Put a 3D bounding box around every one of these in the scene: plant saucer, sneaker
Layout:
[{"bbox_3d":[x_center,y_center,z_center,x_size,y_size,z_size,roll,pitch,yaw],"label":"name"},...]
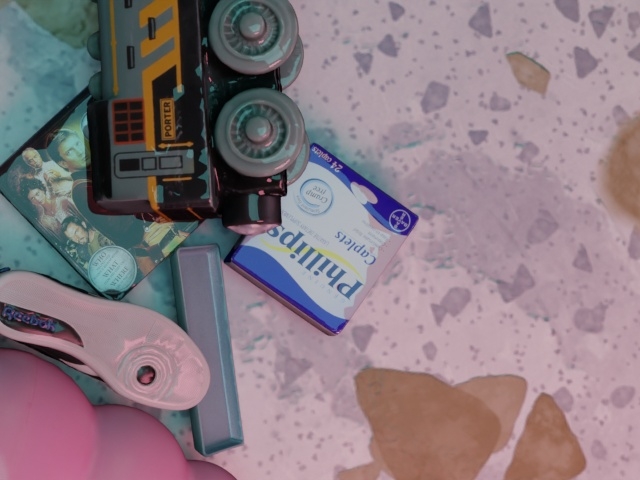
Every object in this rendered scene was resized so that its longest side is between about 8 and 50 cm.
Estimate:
[{"bbox_3d":[-0.106,0.100,1.338,0.018,0.067,0.192,-7,90,31],"label":"plant saucer"},{"bbox_3d":[-0.206,0.078,1.292,0.217,0.121,0.079,29,84,-21],"label":"sneaker"}]

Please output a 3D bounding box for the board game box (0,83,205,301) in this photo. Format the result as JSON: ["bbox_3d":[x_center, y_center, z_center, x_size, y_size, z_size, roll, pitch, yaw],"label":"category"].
[{"bbox_3d":[-0.161,-0.080,1.337,0.243,0.042,0.165,-45,96,-9],"label":"board game box"}]

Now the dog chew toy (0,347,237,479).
[{"bbox_3d":[-0.207,0.221,1.248,0.332,0.206,0.206,21,85,-17],"label":"dog chew toy"}]

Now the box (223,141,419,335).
[{"bbox_3d":[0.000,0.000,1.350,0.126,0.072,0.137,35,83,-7],"label":"box"}]

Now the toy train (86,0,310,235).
[{"bbox_3d":[-0.111,-0.168,1.262,0.190,0.142,0.334,-4,86,1],"label":"toy train"}]
